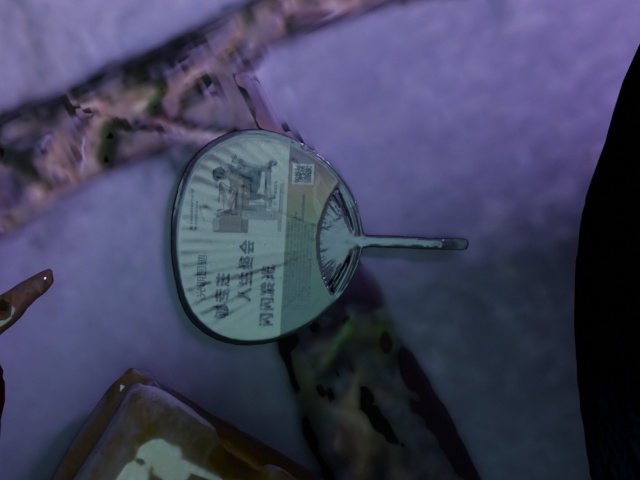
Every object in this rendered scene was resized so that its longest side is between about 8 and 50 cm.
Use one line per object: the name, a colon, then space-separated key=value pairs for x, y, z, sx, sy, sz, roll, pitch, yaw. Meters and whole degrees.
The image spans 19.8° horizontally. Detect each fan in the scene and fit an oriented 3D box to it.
fan: x=-0.006 y=-0.006 z=0.508 sx=0.080 sy=0.003 sz=0.060 roll=-26 pitch=103 yaw=1

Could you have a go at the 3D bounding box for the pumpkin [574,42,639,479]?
pumpkin: x=0.230 y=0.021 z=0.359 sx=0.363 sy=0.363 sz=0.266 roll=1 pitch=60 yaw=-5

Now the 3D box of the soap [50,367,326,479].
soap: x=-0.052 y=0.167 z=0.487 sx=0.140 sy=0.073 sz=0.232 roll=32 pitch=87 yaw=-9

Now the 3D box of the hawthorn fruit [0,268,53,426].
hawthorn fruit: x=-0.139 y=0.054 z=0.447 sx=0.172 sy=0.148 sz=0.148 roll=-32 pitch=103 yaw=-17
